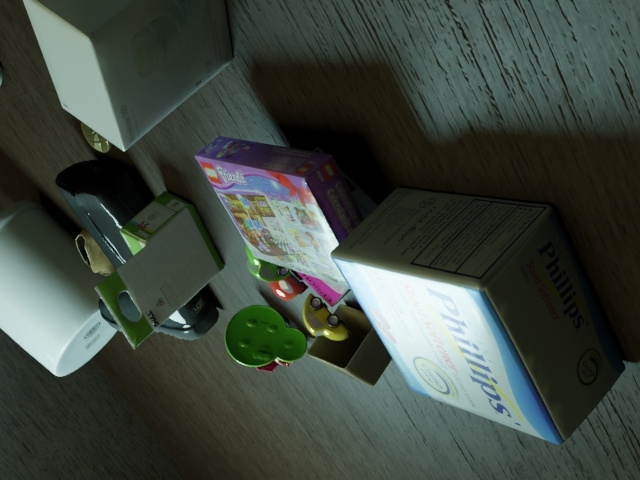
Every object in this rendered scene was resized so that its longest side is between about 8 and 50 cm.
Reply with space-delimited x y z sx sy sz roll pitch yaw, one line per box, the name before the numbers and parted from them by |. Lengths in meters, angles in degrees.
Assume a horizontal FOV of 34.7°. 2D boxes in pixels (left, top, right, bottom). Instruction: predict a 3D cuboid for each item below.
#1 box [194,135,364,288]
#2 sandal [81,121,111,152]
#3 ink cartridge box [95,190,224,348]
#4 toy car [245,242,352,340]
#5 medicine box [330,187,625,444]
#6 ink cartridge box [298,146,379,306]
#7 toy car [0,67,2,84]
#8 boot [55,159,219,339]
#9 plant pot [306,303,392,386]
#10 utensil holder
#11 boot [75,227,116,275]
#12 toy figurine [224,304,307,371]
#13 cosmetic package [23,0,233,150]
box | -0.046 -0.043 1.478 0.293 0.057 0.201 16 141 52
sandal | -0.426 -0.248 1.974 0.072 0.049 0.180 24 134 31
ink cartridge box | -0.338 0.056 2.039 0.097 0.255 0.189 25 149 41
toy car | -0.066 0.070 1.735 0.225 0.053 0.239 47 177 -40
medicine box | 0.198 0.087 1.310 0.289 0.149 0.263 12 140 54
ink cartridge box | 0.000 0.000 1.625 0.176 0.069 0.371 45 159 4
toy car | -0.804 -0.388 2.298 0.182 0.159 0.136 159 106 -66
boot | -0.464 0.020 2.303 0.367 0.146 0.445 2 138 37
plant pot | 0.064 0.190 1.776 0.109 0.109 0.096 15 155 50
utensil holder | -0.748 0.131 2.789 0.385 0.327 0.327 40 156 10
boot | -0.528 0.044 2.531 0.112 0.115 0.305 33 155 25
toy figurine | -0.097 0.223 2.130 0.173 0.130 0.159 12 161 14
cosmetic package | -0.249 -0.284 1.375 0.138 0.224 0.224 36 156 23
